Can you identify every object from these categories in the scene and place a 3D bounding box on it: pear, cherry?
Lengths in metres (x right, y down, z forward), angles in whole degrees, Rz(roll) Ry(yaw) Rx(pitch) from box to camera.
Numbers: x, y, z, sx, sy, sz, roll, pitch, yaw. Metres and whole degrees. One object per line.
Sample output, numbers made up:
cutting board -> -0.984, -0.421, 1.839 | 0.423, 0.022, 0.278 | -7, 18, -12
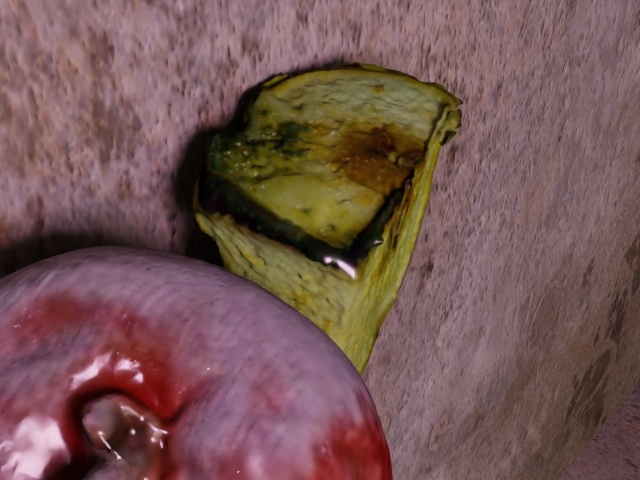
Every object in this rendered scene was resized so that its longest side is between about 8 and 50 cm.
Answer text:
pear -> 0.000, 0.000, 0.784 | 0.255, 0.164, 0.238 | 96, 21, -47
cherry -> -0.127, 0.159, 0.619 | 0.326, 0.335, 0.291 | 37, 63, -19
